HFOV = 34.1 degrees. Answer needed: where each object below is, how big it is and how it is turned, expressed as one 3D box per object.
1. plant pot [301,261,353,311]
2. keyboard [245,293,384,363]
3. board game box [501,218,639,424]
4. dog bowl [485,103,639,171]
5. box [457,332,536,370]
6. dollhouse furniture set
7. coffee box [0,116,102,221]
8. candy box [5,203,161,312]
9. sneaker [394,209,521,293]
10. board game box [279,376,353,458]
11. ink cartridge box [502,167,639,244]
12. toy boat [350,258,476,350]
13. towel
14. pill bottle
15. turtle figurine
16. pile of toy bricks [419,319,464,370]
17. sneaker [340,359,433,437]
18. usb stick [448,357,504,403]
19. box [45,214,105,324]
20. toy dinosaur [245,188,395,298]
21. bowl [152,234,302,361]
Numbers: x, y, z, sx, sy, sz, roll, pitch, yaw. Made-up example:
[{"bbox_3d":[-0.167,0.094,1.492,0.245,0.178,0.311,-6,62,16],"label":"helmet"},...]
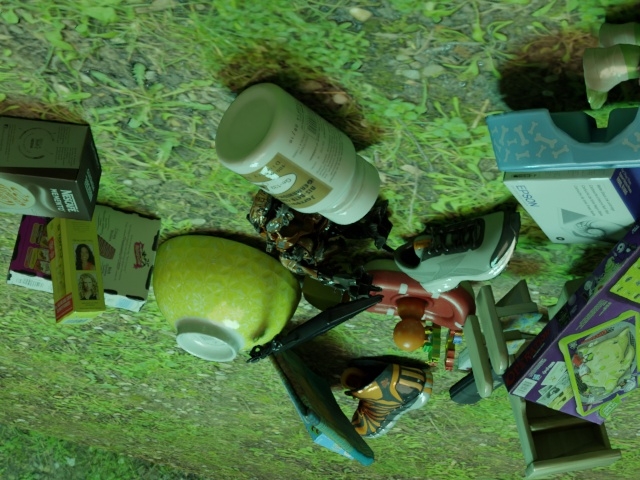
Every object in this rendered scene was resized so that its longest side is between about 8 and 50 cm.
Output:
[{"bbox_3d":[0.012,0.087,1.936,0.083,0.081,0.081,9,155,13],"label":"plant pot"},{"bbox_3d":[-0.026,0.159,1.848,0.202,0.033,0.317,-22,172,-24],"label":"keyboard"},{"bbox_3d":[0.465,0.137,1.625,0.208,0.056,0.347,23,119,-22],"label":"board game box"},{"bbox_3d":[0.358,-0.129,1.321,0.297,0.074,0.166,-2,-179,22],"label":"dog bowl"},{"bbox_3d":[0.392,0.243,2.215,0.145,0.038,0.186,11,153,-9],"label":"box"},{"bbox_3d":[0.455,0.239,1.841,0.362,0.256,0.394,-8,155,-7],"label":"dollhouse furniture set"},{"bbox_3d":[-0.474,-0.114,1.600,0.247,0.098,0.141,6,155,1],"label":"coffee box"},{"bbox_3d":[-0.404,0.018,1.791,0.233,0.159,0.071,15,155,-16],"label":"candy box"},{"bbox_3d":[0.224,0.015,1.714,0.108,0.100,0.271,26,149,-25],"label":"sneaker"},{"bbox_3d":[0.000,0.412,2.484,0.039,0.211,0.160,-43,136,12],"label":"board game box"},{"bbox_3d":[0.415,-0.056,1.541,0.224,0.045,0.223,-1,155,34],"label":"ink cartridge box"},{"bbox_3d":[0.168,0.130,1.900,0.231,0.151,0.151,8,155,-4],"label":"toy boat"},{"bbox_3d":[-0.010,0.344,2.304,0.040,0.271,0.370,-37,144,2],"label":"towel"},{"bbox_3d":[-0.025,-0.113,1.463,0.131,0.131,0.229,-16,147,38],"label":"pill bottle"},{"bbox_3d":[0.445,-0.178,1.150,0.266,0.197,0.274,-3,150,31],"label":"turtle figurine"},{"bbox_3d":[0.231,0.205,2.094,0.118,0.105,0.212,5,154,2],"label":"pile of toy bricks"},{"bbox_3d":[0.113,0.357,2.448,0.180,0.124,0.321,20,141,-18],"label":"sneaker"},{"bbox_3d":[0.356,0.300,2.246,0.077,0.045,0.278,13,154,-10],"label":"usb stick"},{"bbox_3d":[-0.402,0.016,1.697,0.058,0.232,0.087,1,162,-36],"label":"box"},{"bbox_3d":[0.000,0.000,1.731,0.218,0.164,0.322,10,180,25],"label":"toy dinosaur"},{"bbox_3d":[-0.192,0.130,1.933,0.290,0.156,0.289,12,151,7],"label":"bowl"}]
